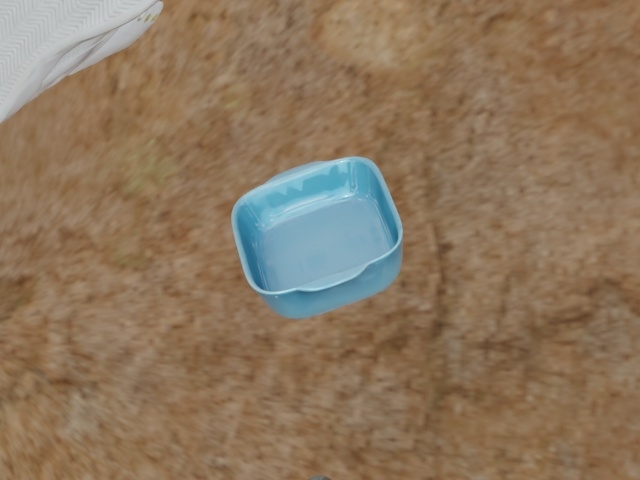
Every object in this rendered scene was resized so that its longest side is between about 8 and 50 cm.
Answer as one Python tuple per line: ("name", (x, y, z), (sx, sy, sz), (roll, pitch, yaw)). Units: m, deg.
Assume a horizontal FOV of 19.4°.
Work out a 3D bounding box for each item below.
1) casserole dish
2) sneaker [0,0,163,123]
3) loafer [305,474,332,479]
("casserole dish", (0.000, 0.000, 1.321), (0.114, 0.188, 0.037), (-19, 119, 0))
("sneaker", (-0.151, -0.194, 1.300), (0.108, 0.292, 0.169), (52, 38, -6))
("loafer", (0.002, 0.279, 1.215), (0.084, 0.267, 0.096), (-26, 135, 14))
